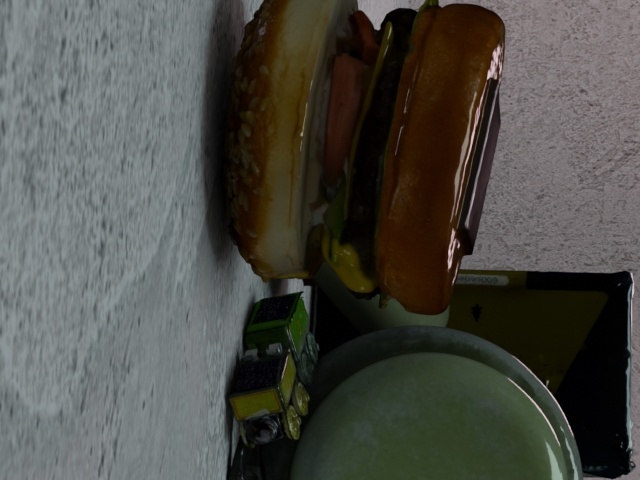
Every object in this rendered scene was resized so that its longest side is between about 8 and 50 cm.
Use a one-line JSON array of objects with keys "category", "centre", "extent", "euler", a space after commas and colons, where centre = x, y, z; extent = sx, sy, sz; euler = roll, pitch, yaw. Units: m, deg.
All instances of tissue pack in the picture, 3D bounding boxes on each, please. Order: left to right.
[{"category": "tissue pack", "centre": [0.200, 0.174, 2.122], "extent": [0.253, 0.416, 0.264], "euler": [64, 29, -76]}]

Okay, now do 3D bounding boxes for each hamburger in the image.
[{"category": "hamburger", "centre": [0.033, -0.085, 1.383], "extent": [0.291, 0.225, 0.291], "euler": [9, 90, -81]}]

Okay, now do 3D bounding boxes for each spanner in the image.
[{"category": "spanner", "centre": [-0.081, 0.317, 1.428], "extent": [0.087, 0.024, 0.316], "euler": [79, 16, -58]}]

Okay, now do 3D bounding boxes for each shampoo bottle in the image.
[{"category": "shampoo bottle", "centre": [0.095, 0.248, 1.629], "extent": [0.317, 0.322, 0.322], "euler": [101, -8, -81]}]

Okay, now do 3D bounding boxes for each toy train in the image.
[{"category": "toy train", "centre": [-0.042, 0.116, 1.511], "extent": [0.202, 0.060, 0.081], "euler": [-74, 149, -66]}]

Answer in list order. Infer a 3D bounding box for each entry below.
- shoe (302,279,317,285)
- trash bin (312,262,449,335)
[{"category": "shoe", "centre": [0.000, -0.004, 1.824], "extent": [0.109, 0.069, 0.072], "euler": [-81, 171, -55]}, {"category": "trash bin", "centre": [0.052, -0.029, 1.731], "extent": [0.247, 0.121, 0.243], "euler": [53, 35, -47]}]
